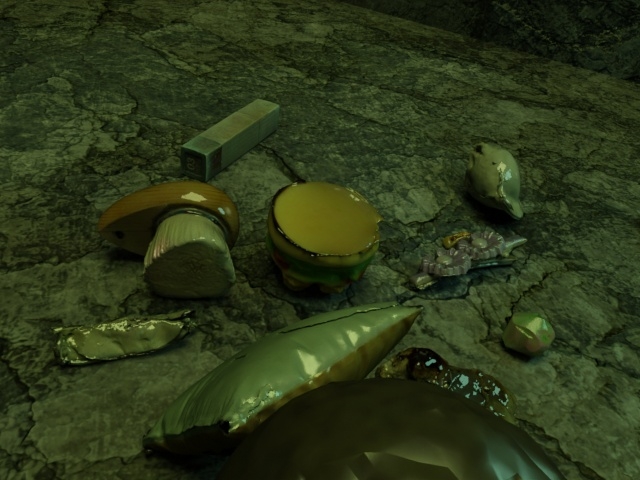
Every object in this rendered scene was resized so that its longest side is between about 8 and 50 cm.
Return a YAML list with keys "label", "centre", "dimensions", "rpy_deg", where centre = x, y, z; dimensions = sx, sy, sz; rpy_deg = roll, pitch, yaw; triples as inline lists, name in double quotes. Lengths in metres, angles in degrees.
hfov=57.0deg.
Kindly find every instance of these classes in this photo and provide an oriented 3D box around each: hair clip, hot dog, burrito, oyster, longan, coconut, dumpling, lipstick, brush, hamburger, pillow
- label: "hair clip"
  centre: [0.302, 0.042, 1.226]
  dimensions: [0.292, 0.085, 0.106]
  rpy_deg: [-16, 25, -25]
- label: "hot dog"
  centre: [0.317, -0.002, 1.315]
  dimensions: [0.090, 0.034, 0.030]
  rpy_deg: [-3, 38, -18]
- label: "burrito"
  centre: [-0.307, 0.151, 0.945]
  dimensions: [0.229, 0.058, 0.063]
  rpy_deg: [-5, 33, -23]
- label: "oyster"
  centre: [0.197, 0.234, 0.911]
  dimensions: [0.232, 0.107, 0.161]
  rpy_deg: [16, 28, 6]
- label: "longan"
  centre: [0.055, 0.317, 0.512]
  dimensions: [0.391, 0.391, 0.391]
  rpy_deg: [6, 36, -4]
- label: "coconut"
  centre: [0.375, 0.167, 1.058]
  dimensions: [0.082, 0.081, 0.083]
  rpy_deg: [22, 26, -4]
- label: "dumpling"
  centre: [0.445, -0.138, 1.464]
  dimensions: [0.172, 0.142, 0.247]
  rpy_deg: [27, 41, -31]
- label: "lipstick"
  centre: [-0.222, -0.269, 1.525]
  dimensions: [0.076, 0.080, 0.371]
  rpy_deg: [20, 36, 16]
- label: "brush"
  centre: [-0.282, 0.002, 1.073]
  dimensions: [0.266, 0.174, 0.166]
  rpy_deg: [0, 45, 1]
- label: "hamburger"
  centre: [0.000, 0.000, 1.145]
  dimensions: [0.237, 0.149, 0.237]
  rpy_deg: [7, 44, -7]
- label: "pillow"
  centre: [-0.057, 0.186, 0.784]
  dimensions: [0.312, 0.310, 0.119]
  rpy_deg: [-26, 83, -38]
